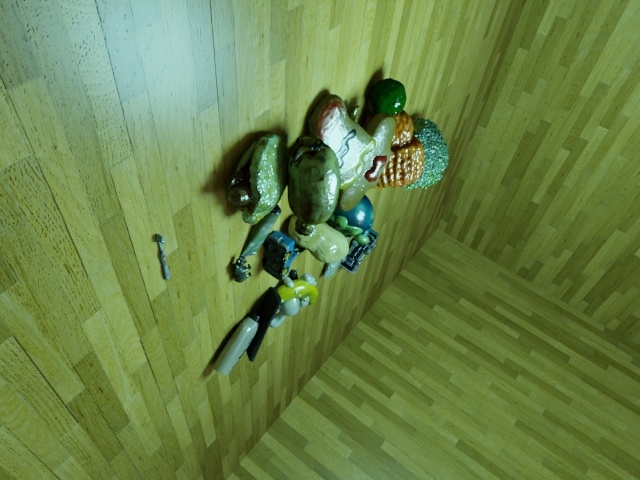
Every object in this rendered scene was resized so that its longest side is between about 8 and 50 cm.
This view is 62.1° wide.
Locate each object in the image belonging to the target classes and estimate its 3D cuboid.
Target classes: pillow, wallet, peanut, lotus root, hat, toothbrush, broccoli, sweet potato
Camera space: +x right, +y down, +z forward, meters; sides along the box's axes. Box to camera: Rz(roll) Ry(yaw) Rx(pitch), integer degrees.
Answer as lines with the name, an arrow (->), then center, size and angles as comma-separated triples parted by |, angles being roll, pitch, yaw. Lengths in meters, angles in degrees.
pillow -> 0.076, 0.080, 2.556 | 0.128, 0.051, 0.229 | -42, 158, -55
wallet -> -0.233, 0.327, 2.107 | 0.285, 0.030, 0.146 | -63, -156, 13
peanut -> 0.000, 0.000, 1.999 | 0.319, 0.147, 0.147 | 32, 90, -46
lotus root -> -0.029, -0.160, 1.600 | 0.173, 0.173, 0.309 | -35, 138, -47
hat -> 0.231, -0.399, 2.002 | 0.285, 0.285, 0.400 | -43, 125, -35
toothbrush -> -0.410, 0.048, 1.390 | 0.013, 0.019, 0.193 | -44, 158, -35
broccoli -> 0.418, -0.406, 2.411 | 0.249, 0.302, 0.375 | 41, 54, -50
sweet potato -> 0.087, -0.366, 1.873 | 0.067, 0.067, 0.274 | -41, 158, -39

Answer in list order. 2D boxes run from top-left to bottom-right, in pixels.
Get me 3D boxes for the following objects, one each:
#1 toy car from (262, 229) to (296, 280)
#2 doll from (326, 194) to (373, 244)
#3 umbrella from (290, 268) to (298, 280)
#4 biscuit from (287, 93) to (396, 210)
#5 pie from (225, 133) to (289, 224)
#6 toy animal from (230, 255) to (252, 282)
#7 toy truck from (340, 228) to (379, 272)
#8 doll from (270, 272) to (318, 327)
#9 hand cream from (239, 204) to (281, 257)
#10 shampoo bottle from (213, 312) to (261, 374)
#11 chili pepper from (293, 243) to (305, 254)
toy car -> -0.143, 0.045, 1.906 | 0.100, 0.097, 0.191 | -41, 155, -41
doll -> 0.123, -0.106, 2.157 | 0.186, 0.198, 0.322 | -62, 162, -3
umbrella -> -0.109, 0.165, 2.265 | 0.133, 0.031, 0.036 | 84, 0, -59
biscuit -> 0.089, -0.289, 1.765 | 0.394, 0.076, 0.368 | 19, 105, -45
pie -> -0.161, -0.176, 1.520 | 0.257, 0.105, 0.274 | -64, 164, -14
toy animal -> -0.264, 0.093, 1.762 | 0.065, 0.047, 0.136 | -35, 159, -24
toy truck -> 0.199, 0.048, 2.721 | 0.253, 0.114, 0.124 | -54, 171, -8
doll -> -0.122, 0.245, 2.242 | 0.237, 0.111, 0.252 | -25, 145, -22
hand cream -> -0.193, -0.030, 1.745 | 0.086, 0.055, 0.235 | -17, 145, -55
shampoo bottle -> -0.316, 0.394, 2.054 | 0.257, 0.078, 0.127 | -59, 168, -7
chili pepper -> -0.058, 0.002, 2.098 | 0.216, 0.062, 0.108 | -40, 155, -35
